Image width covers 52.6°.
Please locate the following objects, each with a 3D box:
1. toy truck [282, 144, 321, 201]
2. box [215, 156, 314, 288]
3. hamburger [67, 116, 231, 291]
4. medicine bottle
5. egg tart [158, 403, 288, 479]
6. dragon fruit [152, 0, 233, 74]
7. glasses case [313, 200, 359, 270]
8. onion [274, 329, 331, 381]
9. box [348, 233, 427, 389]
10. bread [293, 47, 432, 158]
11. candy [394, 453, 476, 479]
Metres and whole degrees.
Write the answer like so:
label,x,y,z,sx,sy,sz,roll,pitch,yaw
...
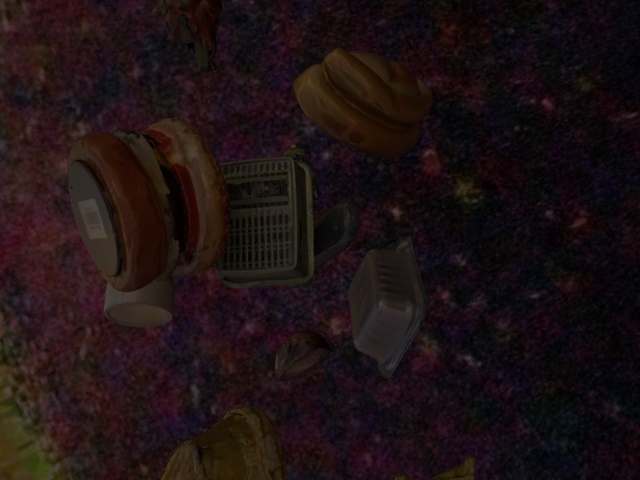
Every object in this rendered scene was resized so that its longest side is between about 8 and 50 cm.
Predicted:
label,x,y,z,sx,sy,sz,roll,pitch,yaw
toy truck,-0.055,-0.192,1.844,0.077,0.100,0.169,-13,134,17
box,-0.125,-0.040,1.444,0.166,0.220,0.291,53,-145,-74
hamburger,-0.333,-0.072,1.277,0.330,0.250,0.330,33,133,43
medicine bottle,-0.513,0.048,1.895,0.211,0.210,0.372,136,139,-53
egg tart,-0.179,0.424,1.030,0.341,0.132,0.342,-36,42,40
dragon fruit,-0.238,-0.435,1.248,0.137,0.135,0.236,-33,78,56
glasses case,0.000,0.000,1.517,0.282,0.067,0.109,-35,45,48
onion,-0.056,0.314,1.838,0.206,0.151,0.098,-42,61,30
box,0.144,0.151,1.597,0.337,0.105,0.264,-92,22,-56
bread,0.126,-0.399,1.814,0.329,0.423,0.245,42,116,39
candy,0.282,0.646,1.604,0.297,0.081,0.187,-42,37,45
